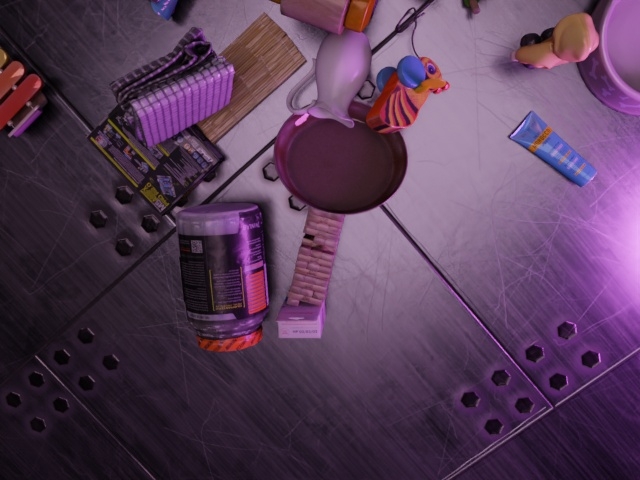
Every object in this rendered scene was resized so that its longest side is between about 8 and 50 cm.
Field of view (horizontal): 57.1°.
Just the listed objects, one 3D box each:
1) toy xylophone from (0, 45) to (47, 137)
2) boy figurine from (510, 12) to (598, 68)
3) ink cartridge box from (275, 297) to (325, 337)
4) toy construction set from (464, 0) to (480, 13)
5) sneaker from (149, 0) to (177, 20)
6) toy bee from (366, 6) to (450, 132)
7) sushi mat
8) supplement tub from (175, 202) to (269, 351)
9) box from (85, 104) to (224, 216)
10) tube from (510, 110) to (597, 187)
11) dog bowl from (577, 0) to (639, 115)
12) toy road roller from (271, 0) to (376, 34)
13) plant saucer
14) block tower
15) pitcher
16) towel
[{"bbox_3d":[-0.834,-0.385,1.461,0.323,0.081,0.236,41,103,-4],"label":"toy xylophone"},{"bbox_3d":[0.492,-0.410,1.233,0.178,0.285,0.092,-12,100,11],"label":"boy figurine"},{"bbox_3d":[-0.047,0.196,1.458,0.105,0.181,0.061,-1,102,6],"label":"ink cartridge box"},{"bbox_3d":[0.271,-0.689,1.229,0.309,0.237,0.257,11,146,-28],"label":"toy construction set"},{"bbox_3d":[-0.320,-0.593,1.347,0.296,0.124,0.178,14,98,10],"label":"sneaker"},{"bbox_3d":[0.222,-0.357,1.333,0.162,0.195,0.298,28,92,-26],"label":"toy bee"},{"bbox_3d":[-0.198,-0.392,1.433,0.317,0.019,0.151,-39,95,11],"label":"sushi mat"},{"bbox_3d":[-0.235,0.084,1.440,0.207,0.207,0.337,-2,101,6],"label":"supplement tub"},{"bbox_3d":[-0.410,-0.229,1.466,0.216,0.060,0.270,-42,95,12],"label":"box"},{"bbox_3d":[0.555,-0.211,1.392,0.207,0.052,0.080,40,91,2],"label":"tube"},{"bbox_3d":[0.754,-0.451,1.294,0.349,0.102,0.348,1,101,6],"label":"dog bowl"},{"bbox_3d":[0.038,-0.590,1.218,0.203,0.329,0.240,20,125,1],"label":"toy road roller"},{"bbox_3d":[0.046,-0.190,1.373,0.311,0.050,0.310,2,67,-4],"label":"plant saucer"},{"bbox_3d":[0.000,0.000,1.460,0.097,0.091,0.335,15,103,3],"label":"block tower"},{"bbox_3d":[0.019,-0.379,1.357,0.178,0.125,0.206,14,87,18],"label":"pitcher"},{"bbox_3d":[-0.322,-0.323,1.277,0.235,0.284,0.121,-31,92,-11],"label":"towel"}]
